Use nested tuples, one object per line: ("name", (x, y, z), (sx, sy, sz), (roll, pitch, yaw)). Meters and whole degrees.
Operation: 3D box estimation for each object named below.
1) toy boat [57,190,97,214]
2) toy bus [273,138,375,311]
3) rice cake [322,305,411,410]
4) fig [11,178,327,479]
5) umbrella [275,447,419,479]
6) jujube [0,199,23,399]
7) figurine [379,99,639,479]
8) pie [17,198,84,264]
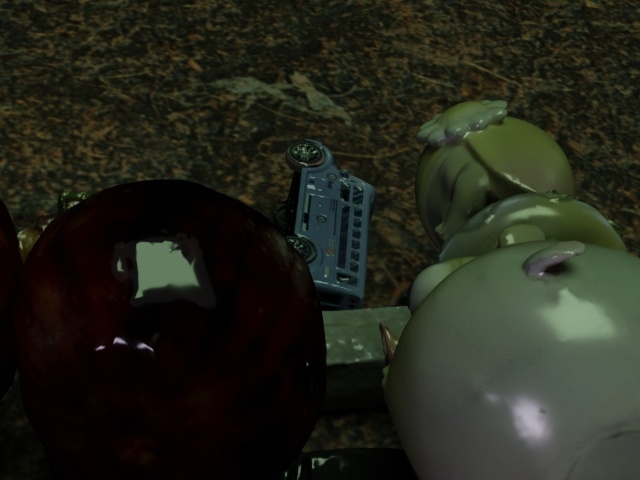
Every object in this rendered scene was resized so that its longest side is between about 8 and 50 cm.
("toy boat", (-0.138, -0.015, 1.158), (0.115, 0.016, 0.063), (-2, 44, -21))
("toy bus", (0.000, 0.000, 1.147), (0.076, 0.073, 0.167), (11, 42, -4))
("rice cake", (0.130, 0.077, 1.106), (0.399, 0.070, 0.064), (-2, 48, -23))
("fig", (-0.075, 0.039, 0.927), (0.186, 0.204, 0.249), (-3, 34, 25))
("umbrella", (0.043, 0.167, 0.983), (0.235, 0.059, 0.066), (4, 80, -11))
("jujube", (-0.294, 0.022, 0.927), (0.213, 0.213, 0.232), (-8, 41, -28))
("figurine", (0.160, 0.028, 0.986), (0.274, 0.227, 0.394), (-8, 31, -5))
("pie", (-0.146, 0.021, 1.094), (0.170, 0.034, 0.092), (28, 50, 4))
